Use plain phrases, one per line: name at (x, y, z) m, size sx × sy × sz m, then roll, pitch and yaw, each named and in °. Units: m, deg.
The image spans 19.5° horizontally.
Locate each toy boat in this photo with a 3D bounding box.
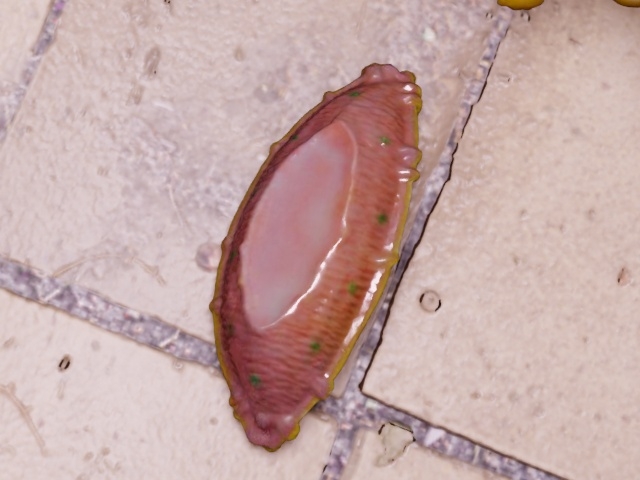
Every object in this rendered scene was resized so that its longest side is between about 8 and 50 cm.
toy boat at (-0.003, 0.000, 1.405) m, size 0.141 × 0.099 × 0.318 m, roll 16°, pitch 78°, yaw 22°

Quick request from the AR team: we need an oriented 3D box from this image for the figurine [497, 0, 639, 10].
figurine at (0.209, -0.320, 1.402) m, size 0.387 × 0.268 × 0.401 m, roll 46°, pitch 45°, yaw 16°
